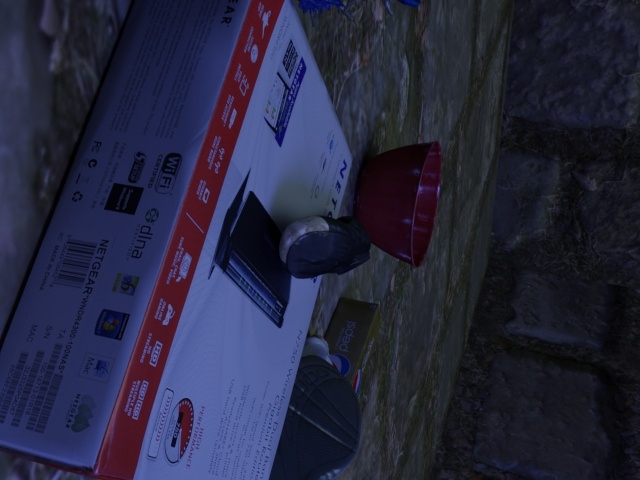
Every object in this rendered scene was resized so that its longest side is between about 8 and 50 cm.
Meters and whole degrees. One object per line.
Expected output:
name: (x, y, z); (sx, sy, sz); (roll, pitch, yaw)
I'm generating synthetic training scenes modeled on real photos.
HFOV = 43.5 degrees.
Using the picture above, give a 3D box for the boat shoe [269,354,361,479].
boat shoe: (-0.049, 0.234, 0.803); (0.103, 0.118, 0.320); (-39, -167, 33)

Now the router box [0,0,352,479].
router box: (-0.077, 0.011, 0.596); (0.301, 0.082, 0.335); (58, 44, -66)

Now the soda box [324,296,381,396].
soda box: (0.030, 0.165, 1.083); (0.061, 0.058, 0.181); (82, 24, -45)

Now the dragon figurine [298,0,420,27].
dragon figurine: (0.041, -0.232, 0.632); (0.289, 0.085, 0.144); (-38, 135, -75)

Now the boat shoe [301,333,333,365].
boat shoe: (-0.006, 0.134, 1.000); (0.100, 0.035, 0.035); (61, 14, -59)

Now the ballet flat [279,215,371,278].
ballet flat: (0.000, 0.000, 0.643); (0.049, 0.057, 0.173); (60, 11, 11)

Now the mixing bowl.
mixing bowl: (0.106, -0.057, 1.137); (0.181, 0.098, 0.181); (9, 90, -73)
